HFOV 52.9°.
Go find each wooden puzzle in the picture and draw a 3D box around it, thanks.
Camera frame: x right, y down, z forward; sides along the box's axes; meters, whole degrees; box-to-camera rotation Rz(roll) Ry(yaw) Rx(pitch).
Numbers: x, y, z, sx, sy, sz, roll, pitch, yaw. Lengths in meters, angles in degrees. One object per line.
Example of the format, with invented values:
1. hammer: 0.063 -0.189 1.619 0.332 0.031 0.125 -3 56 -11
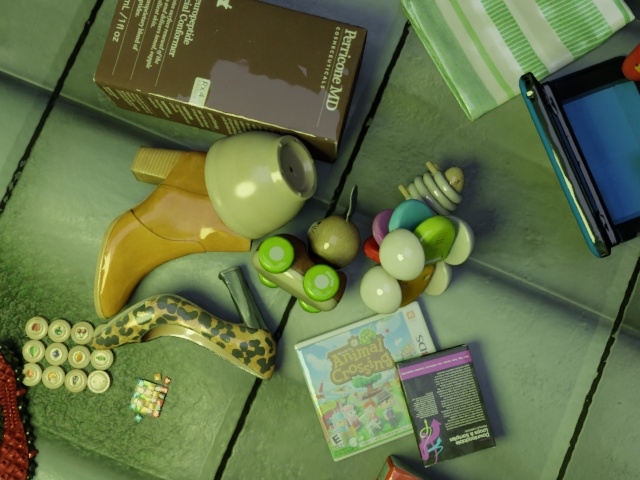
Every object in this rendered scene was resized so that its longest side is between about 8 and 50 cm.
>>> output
1. wooden puzzle: -0.274 0.250 1.023 0.049 0.006 0.083 17 84 1

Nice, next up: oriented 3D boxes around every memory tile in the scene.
1. memory tile: -0.403 0.183 1.026 0.148 0.012 0.113 6 84 0

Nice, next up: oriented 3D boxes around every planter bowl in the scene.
1. planter bowl: -0.074 -0.093 0.946 0.109 0.162 0.162 -17 83 32

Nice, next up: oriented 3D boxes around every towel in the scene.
1. towel: 0.328 -0.385 1.076 0.325 0.038 0.247 -30 86 -3

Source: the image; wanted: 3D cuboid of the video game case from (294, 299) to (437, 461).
1. video game case: 0.088 0.221 1.020 0.212 0.023 0.193 -20 85 -2

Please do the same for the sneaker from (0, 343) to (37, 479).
1. sneaker: -0.521 0.294 0.987 0.125 0.104 0.261 -11 80 16

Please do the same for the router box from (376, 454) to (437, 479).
1. router box: 0.185 0.541 0.958 0.335 0.082 0.301 28 85 2

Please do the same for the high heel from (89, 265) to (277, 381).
1. high heel: -0.204 0.169 0.985 0.261 0.093 0.186 -22 78 -11

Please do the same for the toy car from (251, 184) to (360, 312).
1. toy car: 0.000 0.000 0.985 0.149 0.155 0.188 32 75 3

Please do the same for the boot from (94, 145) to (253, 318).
1. boot: -0.214 -0.001 1.001 0.211 0.104 0.295 14 80 1

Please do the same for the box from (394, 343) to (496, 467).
1. box: 0.192 0.253 0.992 0.116 0.029 0.162 -15 83 -2

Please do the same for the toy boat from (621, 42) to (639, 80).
1. toy boat: 0.612 -0.373 1.004 0.318 0.148 0.267 -42 85 -14

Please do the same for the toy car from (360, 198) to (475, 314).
1. toy car: 0.129 0.014 0.974 0.159 0.182 0.136 -15 55 -34

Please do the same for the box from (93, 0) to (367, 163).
1. box: -0.134 -0.268 1.013 0.382 0.143 0.191 14 84 -1

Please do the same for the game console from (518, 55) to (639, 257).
1. game console: 0.452 -0.143 0.991 0.173 0.250 0.293 -25 84 24

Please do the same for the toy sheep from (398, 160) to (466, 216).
1. toy sheep: 0.175 -0.069 1.022 0.132 0.091 0.091 -42 85 25
